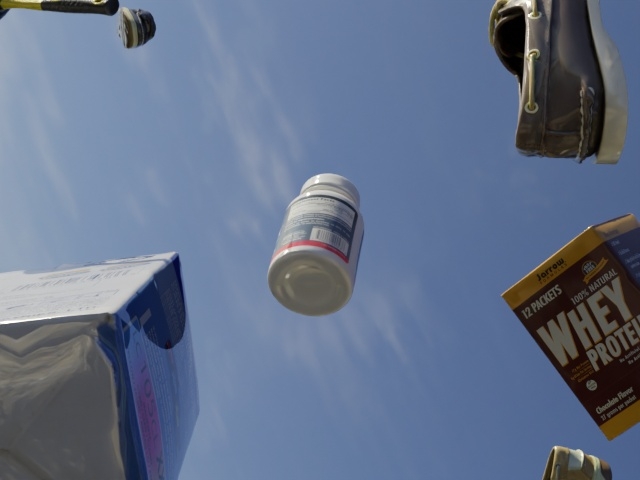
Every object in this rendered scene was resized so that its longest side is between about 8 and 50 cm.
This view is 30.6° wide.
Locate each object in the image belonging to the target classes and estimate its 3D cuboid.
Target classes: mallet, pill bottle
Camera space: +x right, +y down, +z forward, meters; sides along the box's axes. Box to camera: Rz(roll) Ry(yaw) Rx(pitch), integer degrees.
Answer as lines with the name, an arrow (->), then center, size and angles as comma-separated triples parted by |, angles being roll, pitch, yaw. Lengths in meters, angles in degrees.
mallet -> -0.254, -0.226, 1.085 | 0.190, 0.062, 0.039 | 4, -39, 30
pill bottle -> 0.000, 0.000, 1.482 | 0.108, 0.180, 0.108 | 6, -51, 7

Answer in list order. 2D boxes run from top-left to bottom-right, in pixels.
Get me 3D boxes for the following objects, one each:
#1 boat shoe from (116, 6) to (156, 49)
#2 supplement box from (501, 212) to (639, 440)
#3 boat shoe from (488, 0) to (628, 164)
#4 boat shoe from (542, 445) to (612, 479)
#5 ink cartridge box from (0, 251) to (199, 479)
boat shoe -> -0.248, -0.293, 1.590 | 0.152, 0.049, 0.056 | -127, -145, -65
supplement box -> 0.335, 0.089, 1.307 | 0.129, 0.191, 0.194 | -41, -103, 25
boat shoe -> 0.214, -0.197, 1.119 | 0.116, 0.097, 0.324 | 89, 0, -49
boat shoe -> 0.206, 0.285, 1.115 | 0.072, 0.190, 0.068 | 23, -4, -9
ink cartridge box -> -0.231, 0.103, 0.824 | 0.395, 0.270, 0.151 | -101, -176, -83
